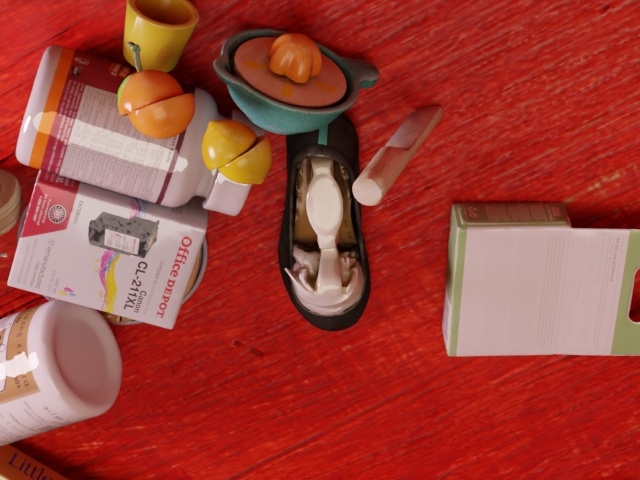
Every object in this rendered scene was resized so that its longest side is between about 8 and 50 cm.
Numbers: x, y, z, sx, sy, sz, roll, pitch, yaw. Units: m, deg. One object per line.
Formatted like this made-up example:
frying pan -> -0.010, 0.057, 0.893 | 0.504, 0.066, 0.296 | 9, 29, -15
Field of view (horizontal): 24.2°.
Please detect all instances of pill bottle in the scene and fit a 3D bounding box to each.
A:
pill bottle -> -0.339, 0.151, 1.600 | 0.229, 0.131, 0.131 | -19, 122, 27
pill bottle -> -0.173, -0.102, 1.444 | 0.221, 0.121, 0.121 | 16, 122, -10

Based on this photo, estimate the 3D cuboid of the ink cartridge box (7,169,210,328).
ink cartridge box -> -0.211, 0.001, 1.503 | 0.175, 0.072, 0.127 | 16, 116, -10

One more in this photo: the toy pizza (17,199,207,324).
toy pizza -> -0.220, 0.013, 1.574 | 0.201, 0.032, 0.201 | 0, 124, 1

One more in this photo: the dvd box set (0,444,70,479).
dvd box set -> -0.344, 0.412, 1.778 | 0.420, 0.062, 0.307 | 33, 117, -7

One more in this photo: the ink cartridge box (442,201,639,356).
ink cartridge box -> 0.252, 0.043, 1.577 | 0.235, 0.056, 0.171 | -1, 124, -3

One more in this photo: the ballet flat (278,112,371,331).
ballet flat -> 0.000, 0.000, 1.525 | 0.095, 0.096, 0.280 | -4, 124, 3

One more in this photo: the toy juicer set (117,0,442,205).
toy juicer set -> -0.030, -0.130, 1.371 | 0.329, 0.209, 0.089 | 15, 127, -9

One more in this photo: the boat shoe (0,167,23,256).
boat shoe -> -0.410, 0.009, 1.541 | 0.285, 0.104, 0.089 | -20, 126, 25
